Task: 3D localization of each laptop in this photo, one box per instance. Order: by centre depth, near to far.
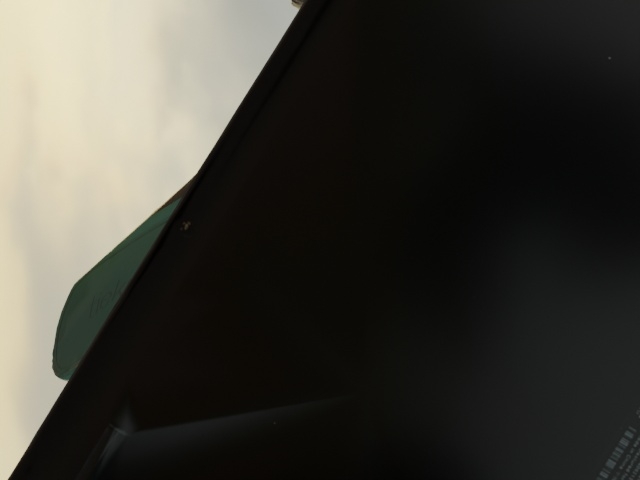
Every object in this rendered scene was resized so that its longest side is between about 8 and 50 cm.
[{"bbox_3d":[0.126,0.029,0.810,0.382,0.408,0.236,-58,-166,1],"label":"laptop"}]

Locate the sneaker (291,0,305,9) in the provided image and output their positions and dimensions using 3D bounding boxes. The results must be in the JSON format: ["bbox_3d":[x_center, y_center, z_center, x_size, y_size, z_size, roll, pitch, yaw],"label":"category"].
[{"bbox_3d":[0.053,-0.175,1.053,0.319,0.112,0.131,-86,-166,-85],"label":"sneaker"}]

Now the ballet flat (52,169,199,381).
[{"bbox_3d":[0.000,0.000,0.882,0.409,0.147,0.147,-35,-120,56],"label":"ballet flat"}]
